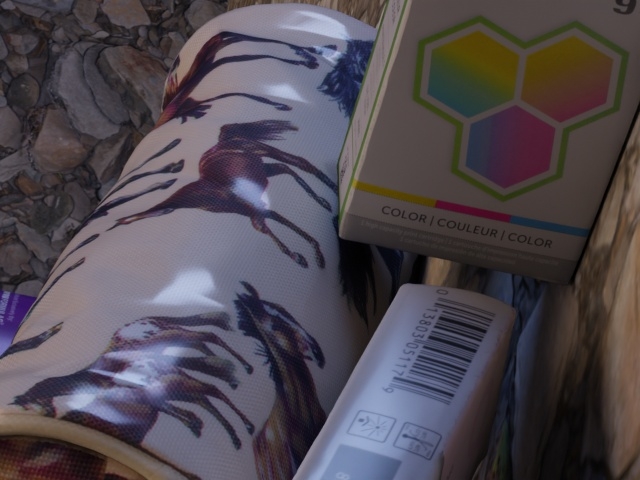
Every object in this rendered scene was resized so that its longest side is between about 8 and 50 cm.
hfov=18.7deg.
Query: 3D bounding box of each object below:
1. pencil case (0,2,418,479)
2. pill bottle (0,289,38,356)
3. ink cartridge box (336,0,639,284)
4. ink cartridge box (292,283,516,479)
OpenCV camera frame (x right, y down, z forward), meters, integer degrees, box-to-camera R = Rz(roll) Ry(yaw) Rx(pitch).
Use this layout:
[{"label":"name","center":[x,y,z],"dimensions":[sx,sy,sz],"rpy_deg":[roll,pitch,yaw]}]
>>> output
[{"label":"pencil case","center":[-0.060,0.038,0.920],"dimensions":[0.184,0.160,0.410],"rpy_deg":[-21,24,27]},{"label":"pill bottle","center":[-0.106,0.133,1.074],"dimensions":[0.181,0.323,0.181],"rpy_deg":[-168,90,-82]},{"label":"ink cartridge box","center":[0.084,-0.088,0.830],"dimensions":[0.062,0.109,0.209],"rpy_deg":[-91,15,-56]},{"label":"ink cartridge box","center":[0.018,0.160,0.803],"dimensions":[0.189,0.066,0.232],"rpy_deg":[-58,-25,-51]}]
